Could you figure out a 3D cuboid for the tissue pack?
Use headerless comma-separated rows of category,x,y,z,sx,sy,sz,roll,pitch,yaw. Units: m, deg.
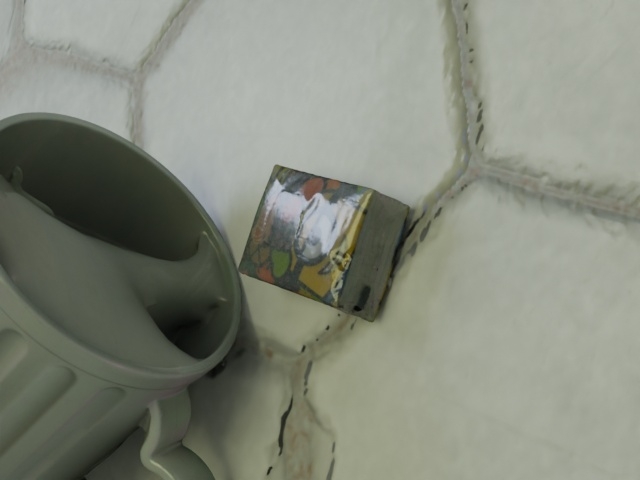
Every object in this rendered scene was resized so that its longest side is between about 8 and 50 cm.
tissue pack,0.000,0.000,0.837,0.083,0.035,0.063,16,89,48

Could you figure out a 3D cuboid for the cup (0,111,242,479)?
cup,-0.159,0.076,0.890,0.202,0.167,0.221,-44,47,32
